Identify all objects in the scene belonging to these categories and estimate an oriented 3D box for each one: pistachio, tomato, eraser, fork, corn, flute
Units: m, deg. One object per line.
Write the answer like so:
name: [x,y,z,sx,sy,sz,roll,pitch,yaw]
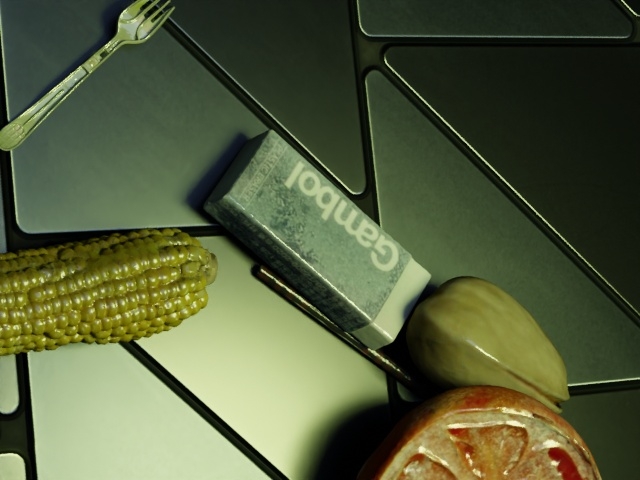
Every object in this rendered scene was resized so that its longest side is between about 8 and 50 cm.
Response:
pistachio: [0.160,0.104,1.596,0.185,0.126,0.108,33,90,-28]
tomato: [0.134,0.238,1.555,0.237,0.095,0.236,-3,109,-9]
eraser: [0.000,0.000,1.568,0.212,0.046,0.092,41,58,-15]
fork: [-0.207,-0.154,1.510,0.219,0.028,0.034,-45,105,-24]
corn: [-0.234,0.048,1.436,0.320,0.097,0.097,-8,86,-25]
flute: [0.046,0.103,1.601,0.269,0.014,0.014,37,69,-16]
